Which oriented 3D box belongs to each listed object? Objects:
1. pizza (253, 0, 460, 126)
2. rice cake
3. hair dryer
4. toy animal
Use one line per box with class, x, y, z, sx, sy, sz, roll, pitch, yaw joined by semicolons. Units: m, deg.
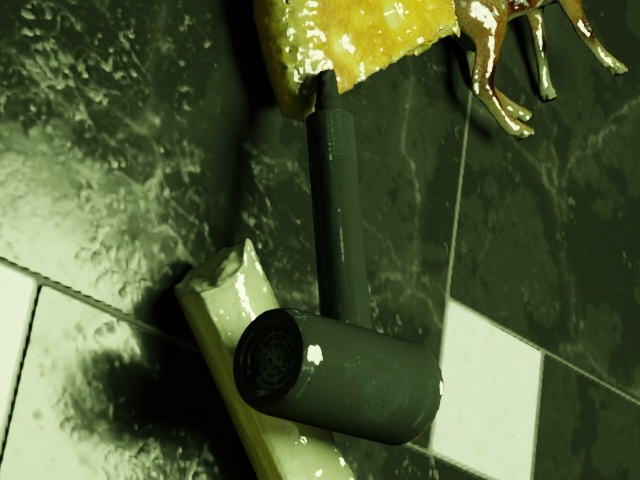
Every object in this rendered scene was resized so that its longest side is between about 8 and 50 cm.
pizza;0.025;-0.199;1.139;0.197;0.058;0.292;27;63;-41
rice cake;-0.022;0.125;1.003;0.057;0.052;0.256;-26;100;-14
hair dryer;0.000;0.000;0.993;0.128;0.070;0.255;16;59;-45
toy animal;0.167;-0.235;1.279;0.243;0.087;0.260;-38;110;-47
